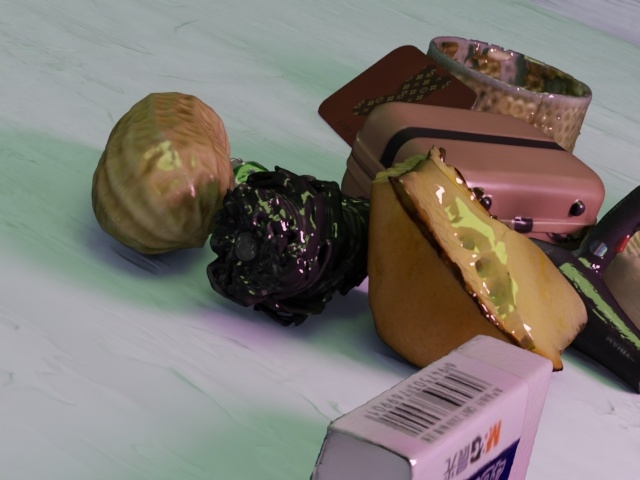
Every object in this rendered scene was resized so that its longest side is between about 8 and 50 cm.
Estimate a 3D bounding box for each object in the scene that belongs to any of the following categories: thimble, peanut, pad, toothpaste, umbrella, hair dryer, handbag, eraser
[{"bbox_3d":[0.262,-0.196,2.252,0.271,0.150,0.271,16,19,-6],"label":"thimble"},{"bbox_3d":[-0.159,-0.076,1.595,0.153,0.140,0.325,35,14,-6],"label":"peanut"},{"bbox_3d":[0.106,-0.195,2.139,0.004,0.181,0.267,55,-3,-33],"label":"pad"},{"bbox_3d":[-0.043,-0.032,1.712,0.078,0.047,0.248,3,26,-39],"label":"toothpaste"},{"bbox_3d":[-0.006,-0.011,1.529,0.128,0.154,0.336,-20,4,26],"label":"umbrella"},{"bbox_3d":[0.345,0.011,1.618,0.235,0.271,0.091,44,8,37],"label":"hair dryer"},{"bbox_3d":[0.165,-0.078,1.827,0.302,0.149,0.283,1,30,-35],"label":"handbag"},{"bbox_3d":[0.088,0.169,1.153,0.086,0.130,0.287,22,21,24],"label":"eraser"}]

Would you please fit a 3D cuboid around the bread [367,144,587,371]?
[{"bbox_3d":[0.131,0.044,1.484,0.262,0.162,0.204,49,20,2],"label":"bread"}]

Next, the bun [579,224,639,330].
[{"bbox_3d":[0.405,0.054,1.744,0.222,0.127,0.222,1,24,0],"label":"bun"}]
